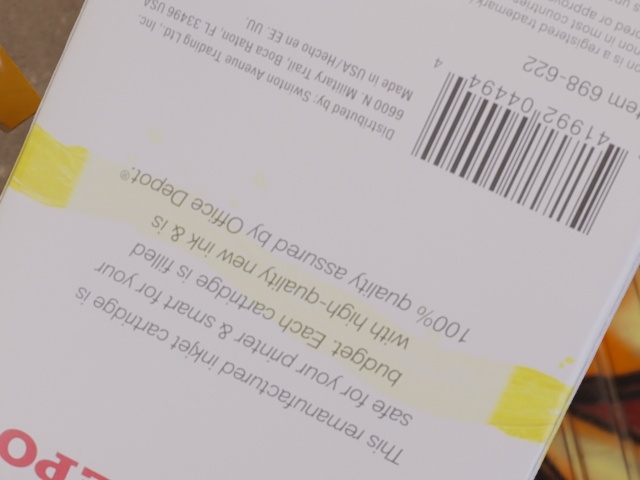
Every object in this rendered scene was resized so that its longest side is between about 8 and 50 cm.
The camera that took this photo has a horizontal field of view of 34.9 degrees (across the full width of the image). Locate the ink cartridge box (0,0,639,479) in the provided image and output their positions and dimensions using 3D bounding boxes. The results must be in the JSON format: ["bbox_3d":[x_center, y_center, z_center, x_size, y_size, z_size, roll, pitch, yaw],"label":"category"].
[{"bbox_3d":[0.000,0.000,0.522,0.384,0.279,0.160,-64,172,4],"label":"ink cartridge box"}]

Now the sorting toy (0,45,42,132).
[{"bbox_3d":[-0.325,-0.161,0.609,0.229,0.041,0.307,-42,105,-24],"label":"sorting toy"}]
